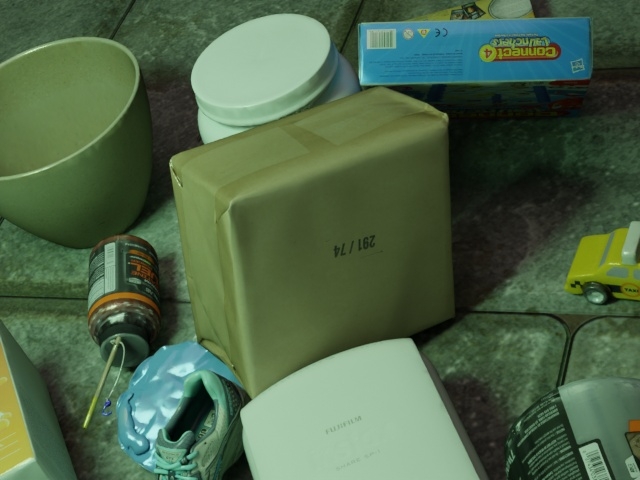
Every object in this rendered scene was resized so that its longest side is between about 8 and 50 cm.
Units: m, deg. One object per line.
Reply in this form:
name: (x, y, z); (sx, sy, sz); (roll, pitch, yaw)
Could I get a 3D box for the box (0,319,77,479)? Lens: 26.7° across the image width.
box: (-0.457, 0.280, 1.759); (0.215, 0.168, 0.345); (-29, 36, -5)

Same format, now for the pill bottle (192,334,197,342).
pill bottle: (-0.105, 0.103, 1.878); (0.086, 0.086, 0.152); (19, 57, 37)

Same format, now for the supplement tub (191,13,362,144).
supplement tub: (-0.035, -0.132, 1.911); (0.235, 0.325, 0.235); (-12, 43, 11)

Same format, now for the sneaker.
sneaker: (-0.174, 0.289, 1.665); (0.110, 0.122, 0.283); (3, 62, 23)

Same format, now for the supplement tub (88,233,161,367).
supplement tub: (-0.284, 0.090, 1.954); (0.106, 0.106, 0.198); (-17, 43, 6)

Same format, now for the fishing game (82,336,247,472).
fishing game: (-0.182, 0.227, 1.796); (0.264, 0.041, 0.189); (7, 67, 17)

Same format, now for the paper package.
paper package: (0.000, 0.000, 1.730); (0.325, 0.309, 0.168); (-21, 33, -24)

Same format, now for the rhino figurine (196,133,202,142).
rhino figurine: (-0.092, -0.211, 2.208); (0.243, 0.073, 0.106); (-22, 39, 3)

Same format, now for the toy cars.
toy cars: (0.451, 0.080, 1.663); (0.176, 0.087, 0.393); (-30, 42, -8)

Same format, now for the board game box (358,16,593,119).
board game box: (0.220, -0.237, 1.905); (0.308, 0.302, 0.086); (0, 86, 8)

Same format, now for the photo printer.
photo printer: (0.047, 0.257, 1.581); (0.256, 0.107, 0.307); (-23, 42, 0)

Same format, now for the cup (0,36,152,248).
cup: (-0.395, -0.127, 2.126); (0.331, 0.237, 0.331); (-13, 43, 12)

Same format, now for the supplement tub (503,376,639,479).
supplement tub: (0.322, 0.321, 1.380); (0.207, 0.207, 0.338); (-18, 43, 5)

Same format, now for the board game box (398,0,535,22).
board game box: (0.235, -0.321, 2.203); (0.243, 0.042, 0.165); (-13, 43, 10)
